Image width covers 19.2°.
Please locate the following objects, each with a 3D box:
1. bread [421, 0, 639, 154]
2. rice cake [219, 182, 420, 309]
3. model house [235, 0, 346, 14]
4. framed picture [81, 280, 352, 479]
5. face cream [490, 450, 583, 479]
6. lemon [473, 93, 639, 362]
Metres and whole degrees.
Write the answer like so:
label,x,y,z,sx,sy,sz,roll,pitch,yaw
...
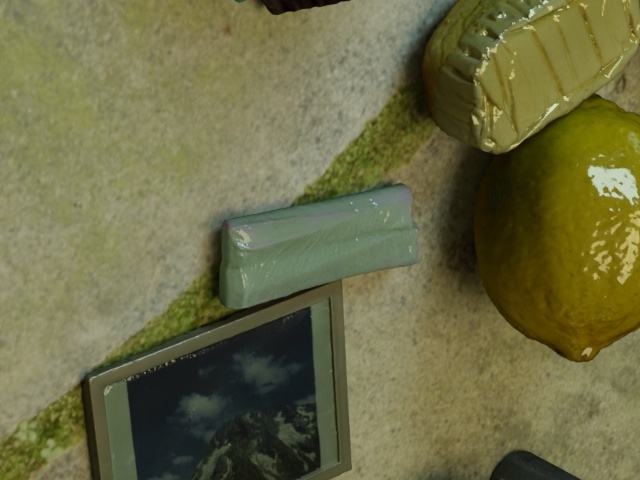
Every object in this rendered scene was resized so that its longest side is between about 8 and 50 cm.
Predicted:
label,x,y,z,sx,sy,sz,roll,pitch,yaw
bread,0.190,-0.183,1.742,0.236,0.106,0.140,-36,128,-26
rice cake,0.001,0.001,1.690,0.221,0.042,0.080,-13,111,-37
model house,0.001,-0.316,1.471,0.248,0.230,0.280,-30,126,0
framed picture,-0.086,0.164,1.692,0.281,0.019,0.209,-23,120,-34
face cream,0.284,0.292,1.892,0.073,0.283,0.073,-13,114,-33
lemon,0.245,-0.014,1.795,0.204,0.204,0.260,17,76,-44
